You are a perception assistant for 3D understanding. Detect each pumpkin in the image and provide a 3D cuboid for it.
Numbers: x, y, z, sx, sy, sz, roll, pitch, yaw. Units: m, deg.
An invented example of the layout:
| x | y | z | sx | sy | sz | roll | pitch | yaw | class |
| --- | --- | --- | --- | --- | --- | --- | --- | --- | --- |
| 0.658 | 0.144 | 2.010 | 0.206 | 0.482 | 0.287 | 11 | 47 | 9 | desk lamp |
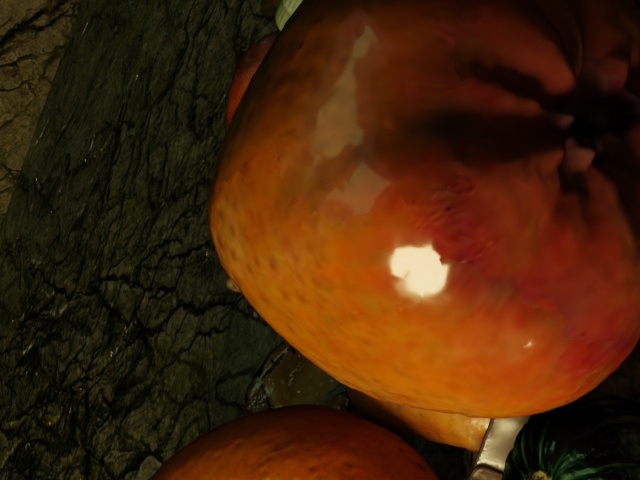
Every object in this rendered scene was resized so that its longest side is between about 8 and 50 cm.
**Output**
| x | y | z | sx | sy | sz | roll | pitch | yaw | class |
| --- | --- | --- | --- | --- | --- | --- | --- | --- | --- |
| 0.244 | 0.237 | 1.256 | 0.202 | 0.140 | 0.202 | -43 | 39 | 49 | pumpkin |

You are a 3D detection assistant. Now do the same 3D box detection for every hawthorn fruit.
| x | y | z | sx | sy | sz | roll | pitch | yaw | class |
| --- | --- | --- | --- | --- | --- | --- | --- | --- | --- |
| 0.125 | -0.052 | 1.287 | 0.472 | 0.472 | 0.471 | -36 | 47 | 52 | hawthorn fruit |

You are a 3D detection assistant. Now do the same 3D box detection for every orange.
| x | y | z | sx | sy | sz | roll | pitch | yaw | class |
| --- | --- | --- | --- | --- | --- | --- | --- | --- | --- |
| -0.028 | 0.386 | 1.465 | 0.424 | 0.326 | 0.424 | -21 | 40 | 19 | orange |

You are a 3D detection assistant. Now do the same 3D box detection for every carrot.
| x | y | z | sx | sy | sz | roll | pitch | yaw | class |
| --- | --- | --- | --- | --- | --- | --- | --- | --- | --- |
| 0.147 | 0.156 | 1.469 | 0.225 | 0.159 | 0.159 | 22 | 97 | 49 | carrot |

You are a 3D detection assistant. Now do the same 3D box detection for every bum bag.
| x | y | z | sx | sy | sz | roll | pitch | yaw | class |
| --- | --- | --- | --- | --- | --- | --- | --- | --- | --- |
| 0.209 | 0.227 | 1.373 | 0.026 | 0.109 | 0.159 | -33 | -37 | -78 | bum bag |

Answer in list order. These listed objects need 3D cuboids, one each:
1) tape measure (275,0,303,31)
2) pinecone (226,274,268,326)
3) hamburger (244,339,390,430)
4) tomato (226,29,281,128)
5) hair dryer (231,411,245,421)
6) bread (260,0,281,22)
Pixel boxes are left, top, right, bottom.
| x | y | z | sx | sy | sz | roll | pitch | yaw | class |
| --- | --- | --- | --- | --- | --- | --- | --- | --- | --- |
| 0.075 | -0.260 | 1.771 | 0.235 | 0.207 | 0.115 | 49 | 139 | 12 | tape measure |
| 0.000 | 0.000 | 1.699 | 0.224 | 0.273 | 0.224 | 42 | 143 | 43 | pinecone |
| 0.000 | 0.212 | 1.730 | 0.231 | 0.107 | 0.231 | -36 | 41 | 38 | hamburger |
| -0.033 | -0.183 | 1.878 | 0.189 | 0.232 | 0.232 | -12 | 59 | 15 | tomato |
| -0.171 | 0.402 | 1.924 | 0.296 | 0.119 | 0.298 | -60 | 4 | -38 | hair dryer |
| 0.000 | -0.437 | 2.082 | 0.235 | 0.099 | 0.210 | -4 | 72 | 67 | bread |
